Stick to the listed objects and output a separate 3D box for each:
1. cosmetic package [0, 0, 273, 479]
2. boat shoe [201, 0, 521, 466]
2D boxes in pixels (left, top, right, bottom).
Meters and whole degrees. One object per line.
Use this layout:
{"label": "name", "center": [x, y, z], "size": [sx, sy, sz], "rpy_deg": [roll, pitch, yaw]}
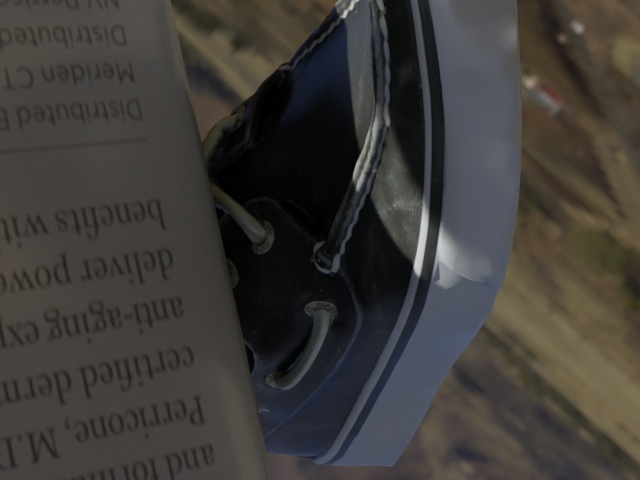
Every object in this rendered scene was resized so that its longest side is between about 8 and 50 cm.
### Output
{"label": "cosmetic package", "center": [-0.127, 0.135, 0.472], "size": [0.161, 0.230, 0.453], "rpy_deg": [-8, -95, -47]}
{"label": "boat shoe", "center": [0.000, 0.000, 0.495], "size": [0.219, 0.070, 0.078], "rpy_deg": [105, 161, -55]}
